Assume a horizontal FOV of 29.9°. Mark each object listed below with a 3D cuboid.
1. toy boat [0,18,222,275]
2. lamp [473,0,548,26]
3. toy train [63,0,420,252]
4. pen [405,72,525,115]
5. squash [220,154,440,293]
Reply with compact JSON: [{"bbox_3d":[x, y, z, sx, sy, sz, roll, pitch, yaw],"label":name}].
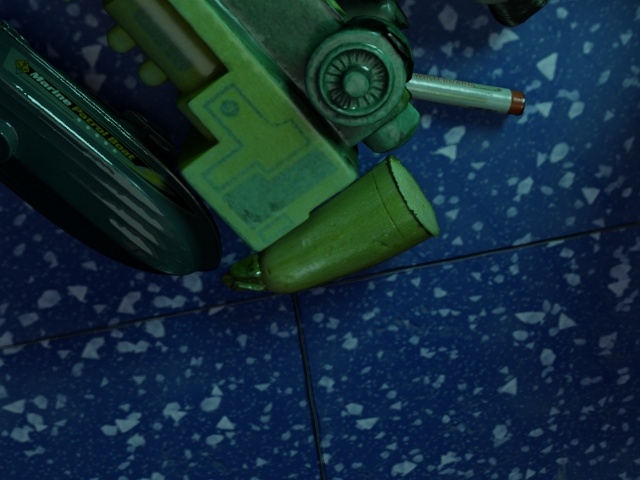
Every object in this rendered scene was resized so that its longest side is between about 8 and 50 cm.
[{"bbox_3d":[-0.204,-0.067,1.085,0.296,0.122,0.114,39,130,-19],"label":"toy boat"},{"bbox_3d":[0.131,-0.301,0.988,0.314,0.182,0.182,25,115,-40],"label":"lamp"},{"bbox_3d":[-0.083,-0.188,1.011,0.237,0.150,0.369,-34,113,19],"label":"toy train"},{"bbox_3d":[0.085,-0.149,1.150,0.239,0.028,0.028,8,121,-17],"label":"pen"},{"bbox_3d":[0.000,0.000,1.203,0.224,0.094,0.094,-26,124,13],"label":"squash"}]
